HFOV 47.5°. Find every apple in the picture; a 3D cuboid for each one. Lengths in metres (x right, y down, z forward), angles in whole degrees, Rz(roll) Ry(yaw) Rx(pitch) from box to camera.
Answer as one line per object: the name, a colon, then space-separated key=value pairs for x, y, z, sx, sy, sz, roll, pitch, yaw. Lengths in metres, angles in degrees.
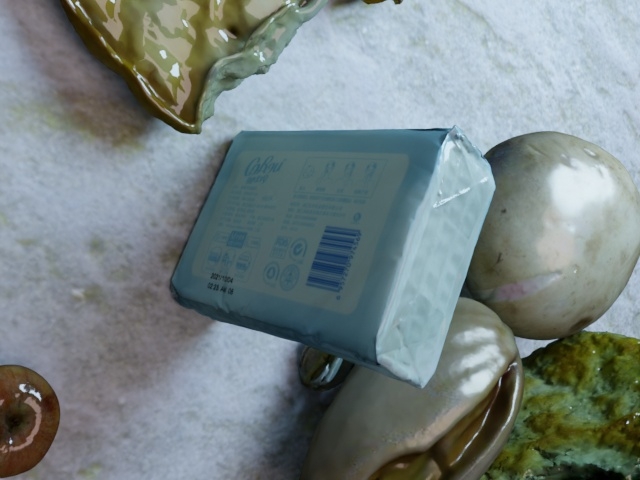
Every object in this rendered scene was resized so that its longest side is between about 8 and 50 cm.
apple: x=-0.238 y=0.135 z=0.545 sx=0.084 sy=0.071 sz=0.084 roll=5 pitch=83 yaw=-42

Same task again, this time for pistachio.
pistachio: x=0.091 y=0.172 z=0.730 sx=0.288 sy=0.197 sz=0.166 roll=-39 pitch=104 yaw=-21

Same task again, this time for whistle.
whistle: x=0.073 y=0.018 z=0.782 sx=0.057 sy=0.068 sz=0.326 roll=33 pitch=71 yaw=-2

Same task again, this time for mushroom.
mushroom: x=0.263 y=0.000 z=0.853 sx=0.255 sy=0.184 sz=0.255 roll=-6 pitch=99 yaw=-39

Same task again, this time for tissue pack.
tissue pack: x=0.000 y=0.000 z=0.597 sx=0.089 sy=0.263 sz=0.177 roll=31 pitch=75 yaw=-38

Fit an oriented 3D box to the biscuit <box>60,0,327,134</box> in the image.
biscuit: x=-0.072 y=-0.276 z=0.600 sx=0.335 sy=0.078 sz=0.329 roll=-22 pitch=108 yaw=-14

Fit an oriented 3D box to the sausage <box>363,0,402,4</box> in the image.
sausage: x=0.026 y=-0.388 z=0.692 sx=0.112 sy=0.112 sz=0.328 roll=-37 pitch=112 yaw=-30

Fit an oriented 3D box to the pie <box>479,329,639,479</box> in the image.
pie: x=0.252 y=0.207 z=0.780 sx=0.078 sy=0.371 sz=0.296 roll=58 pitch=27 yaw=-15
